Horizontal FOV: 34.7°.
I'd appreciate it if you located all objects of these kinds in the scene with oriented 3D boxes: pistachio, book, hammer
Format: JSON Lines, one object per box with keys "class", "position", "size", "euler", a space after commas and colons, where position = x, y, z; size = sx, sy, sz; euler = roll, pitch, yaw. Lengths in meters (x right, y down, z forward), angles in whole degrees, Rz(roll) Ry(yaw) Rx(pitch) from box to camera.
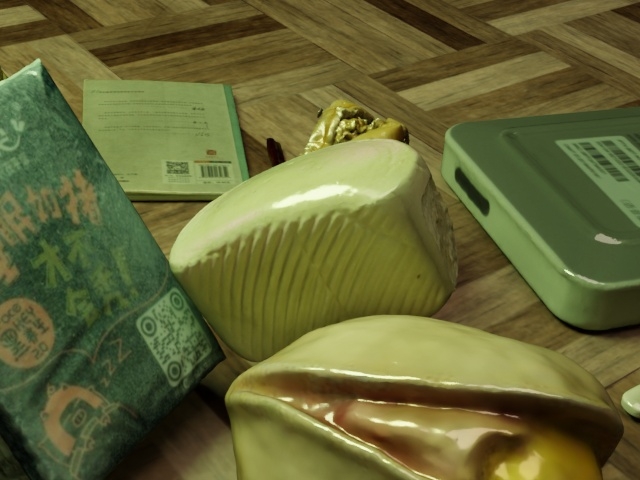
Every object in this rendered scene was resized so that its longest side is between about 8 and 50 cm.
{"class": "pistachio", "position": [0.064, 0.159, 0.757], "size": [0.308, 0.230, 0.230], "euler": [3, 23, 45]}
{"class": "book", "position": [-0.206, -0.134, 1.329], "size": [0.214, 0.025, 0.283], "euler": [1, 35, -10]}
{"class": "hammer", "position": [-0.045, -0.083, 1.289], "size": [0.065, 0.021, 0.178], "euler": [-1, 32, -12]}

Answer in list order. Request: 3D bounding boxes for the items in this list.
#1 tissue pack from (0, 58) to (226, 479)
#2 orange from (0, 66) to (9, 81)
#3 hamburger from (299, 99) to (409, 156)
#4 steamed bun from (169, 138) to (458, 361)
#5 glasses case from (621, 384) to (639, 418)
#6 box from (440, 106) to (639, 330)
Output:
{"class": "tissue pack", "position": [-0.235, 0.035, 0.845], "size": [0.103, 0.316, 0.228], "euler": [-21, 15, 39]}
{"class": "orange", "position": [-0.449, -0.104, 0.982], "size": [0.329, 0.329, 0.249], "euler": [-5, 58, -16]}
{"class": "hamburger", "position": [0.019, -0.034, 1.065], "size": [0.108, 0.214, 0.214], "euler": [20, 36, 12]}
{"class": "steamed bun", "position": [0.000, 0.000, 0.894], "size": [0.238, 0.170, 0.153], "euler": [-16, 33, 24]}
{"class": "glasses case", "position": [0.331, 0.152, 1.004], "size": [0.083, 0.021, 0.032], "euler": [-15, 40, -28]}
{"class": "box", "position": [0.377, -0.050, 1.249], "size": [0.373, 0.090, 0.367], "euler": [-8, 38, -19]}
